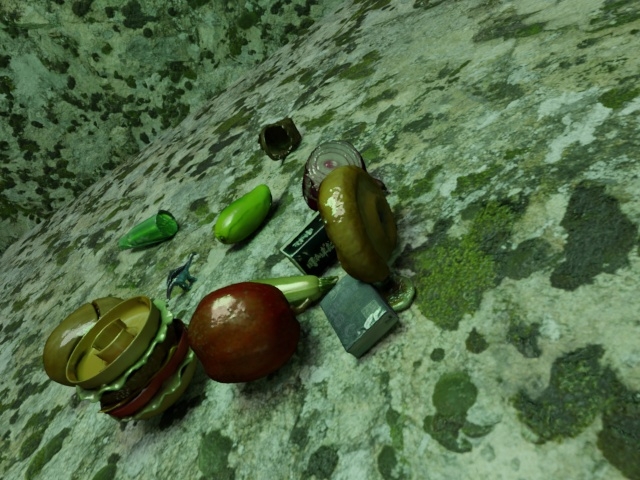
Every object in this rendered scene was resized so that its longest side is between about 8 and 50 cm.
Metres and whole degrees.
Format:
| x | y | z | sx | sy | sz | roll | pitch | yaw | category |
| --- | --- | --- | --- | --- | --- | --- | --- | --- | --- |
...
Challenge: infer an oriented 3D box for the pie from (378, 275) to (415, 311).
| x | y | z | sx | sy | sz | roll | pitch | yaw | category |
| --- | --- | --- | --- | --- | --- | --- | --- | --- | --- |
| 0.147 | 0.104 | 0.883 | 0.085 | 0.017 | 0.085 | -26 | 35 | 20 | pie |

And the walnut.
| x | y | z | sx | sy | sz | roll | pitch | yaw | category |
| --- | --- | --- | --- | --- | --- | --- | --- | --- | --- |
| -0.628 | 0.272 | 1.280 | 0.203 | 0.203 | 0.298 | 6 | 42 | 48 | walnut |

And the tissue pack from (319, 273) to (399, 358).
| x | y | z | sx | sy | sz | roll | pitch | yaw | category |
| --- | --- | --- | --- | --- | --- | --- | --- | --- | --- |
| 0.070 | 0.135 | 0.880 | 0.112 | 0.051 | 0.156 | -46 | 34 | 7 | tissue pack |

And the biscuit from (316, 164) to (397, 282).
| x | y | z | sx | sy | sz | roll | pitch | yaw | category |
| --- | --- | --- | --- | --- | --- | --- | --- | --- | --- |
| 0.084 | -0.052 | 0.935 | 0.091 | 0.213 | 0.274 | -22 | 30 | 28 | biscuit |

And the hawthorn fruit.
| x | y | z | sx | sy | sz | roll | pitch | yaw | category |
| --- | --- | --- | --- | --- | --- | --- | --- | --- | --- |
| -0.133 | 0.171 | 0.912 | 0.253 | 0.205 | 0.205 | -26 | 35 | 12 | hawthorn fruit |

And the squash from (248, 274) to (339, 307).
| x | y | z | sx | sy | sz | roll | pitch | yaw | category |
| --- | --- | --- | --- | --- | --- | --- | --- | --- | --- |
| -0.061 | 0.113 | 1.030 | 0.224 | 0.094 | 0.094 | -15 | 39 | 22 | squash |

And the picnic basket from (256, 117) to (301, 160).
| x | y | z | sx | sy | sz | roll | pitch | yaw | category |
| --- | --- | --- | --- | --- | --- | --- | --- | --- | --- |
| -0.164 | -0.358 | 1.639 | 0.137 | 0.128 | 0.178 | -19 | 28 | 31 | picnic basket |

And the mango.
| x | y | z | sx | sy | sz | roll | pitch | yaw | category |
| --- | --- | --- | --- | --- | --- | --- | --- | --- | --- |
| -0.232 | -0.080 | 1.393 | 0.125 | 0.111 | 0.233 | 10 | 56 | 44 | mango |

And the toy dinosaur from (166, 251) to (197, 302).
| x | y | z | sx | sy | sz | roll | pitch | yaw | category |
| --- | --- | --- | --- | --- | --- | --- | --- | --- | --- |
| -0.421 | 0.117 | 1.367 | 0.045 | 0.080 | 0.197 | -1 | 49 | 40 | toy dinosaur |

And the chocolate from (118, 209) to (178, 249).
| x | y | z | sx | sy | sz | roll | pitch | yaw | category |
| --- | --- | --- | --- | --- | --- | --- | --- | --- | --- |
| -0.691 | -0.025 | 1.791 | 0.291 | 0.110 | 0.110 | -19 | 38 | 32 | chocolate |

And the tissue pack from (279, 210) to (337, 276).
| x | y | z | sx | sy | sz | roll | pitch | yaw | category |
| --- | --- | --- | --- | --- | --- | --- | --- | --- | --- |
| 0.000 | 0.001 | 1.074 | 0.170 | 0.103 | 0.090 | -44 | 37 | -8 | tissue pack |

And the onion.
| x | y | z | sx | sy | sz | roll | pitch | yaw | category |
| --- | --- | --- | --- | --- | --- | --- | --- | --- | --- |
| 0.063 | -0.145 | 1.175 | 0.218 | 0.140 | 0.195 | 14 | 52 | 7 | onion |

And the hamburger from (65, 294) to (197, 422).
| x | y | z | sx | sy | sz | roll | pitch | yaw | category |
| --- | --- | --- | --- | --- | --- | --- | --- | --- | --- |
| -0.407 | 0.278 | 1.037 | 0.274 | 0.212 | 0.274 | -26 | 32 | 17 | hamburger |

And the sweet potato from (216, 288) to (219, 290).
| x | y | z | sx | sy | sz | roll | pitch | yaw | category |
| --- | --- | --- | --- | --- | --- | --- | --- | --- | --- |
| -0.240 | 0.154 | 1.186 | 0.041 | 0.038 | 0.153 | -22 | 27 | -16 | sweet potato |
